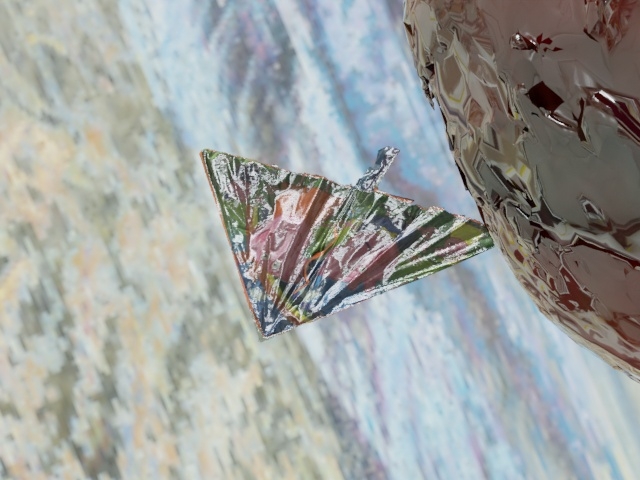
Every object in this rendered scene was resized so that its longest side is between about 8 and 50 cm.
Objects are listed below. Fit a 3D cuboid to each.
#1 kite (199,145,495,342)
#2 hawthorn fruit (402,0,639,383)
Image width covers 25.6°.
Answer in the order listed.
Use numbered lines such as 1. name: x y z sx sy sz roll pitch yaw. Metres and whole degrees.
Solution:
1. kite: 0.000 0.000 1.202 0.234 0.321 0.016 -58 150 -30
2. hawthorn fruit: 0.179 -0.072 0.432 0.316 0.316 0.316 -23 90 -87
